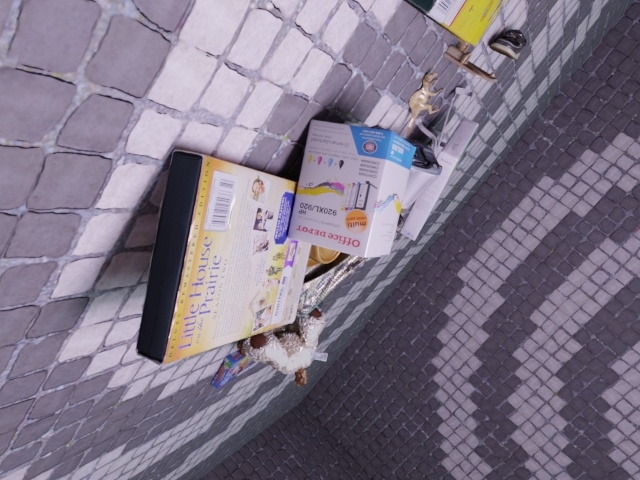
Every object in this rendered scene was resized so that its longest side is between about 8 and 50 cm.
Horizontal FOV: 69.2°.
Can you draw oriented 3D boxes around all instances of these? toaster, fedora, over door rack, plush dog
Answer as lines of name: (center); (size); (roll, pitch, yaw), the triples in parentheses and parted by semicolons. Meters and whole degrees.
toaster: (0.171, -0.174, 1.138); (0.226, 0.129, 0.146); (13, 130, -24)
fedora: (0.000, 0.000, 1.164); (0.194, 0.079, 0.194); (-24, 130, -32)
over door rack: (0.311, -0.279, 1.372); (0.324, 0.108, 0.239); (-54, 168, -30)
plush dog: (-0.122, 0.306, 1.403); (0.262, 0.225, 0.211); (-25, 115, -27)

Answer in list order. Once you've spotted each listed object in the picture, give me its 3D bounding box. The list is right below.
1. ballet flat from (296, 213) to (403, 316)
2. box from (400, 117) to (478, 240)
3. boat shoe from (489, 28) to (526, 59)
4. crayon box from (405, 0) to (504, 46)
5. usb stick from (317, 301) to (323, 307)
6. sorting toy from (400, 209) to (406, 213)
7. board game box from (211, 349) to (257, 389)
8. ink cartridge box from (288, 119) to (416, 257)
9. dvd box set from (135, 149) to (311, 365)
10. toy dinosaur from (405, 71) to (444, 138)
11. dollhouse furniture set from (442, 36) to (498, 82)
ballet flat: (0.055, 0.018, 1.332); (0.482, 0.164, 0.182); (-40, 133, -18)
box: (0.354, -0.181, 1.393); (0.232, 0.058, 0.322); (-50, 166, -43)
boat shoe: (0.544, -0.567, 1.328); (0.223, 0.080, 0.073); (-29, 150, -56)
crayon box: (0.281, -0.495, 0.863); (0.318, 0.081, 0.202); (-16, 144, -57)
usb stick: (-0.038, 0.211, 1.656); (0.077, 0.045, 0.278); (-46, 162, -8)
sorting toy: (0.218, -0.099, 1.597); (0.196, 0.047, 0.348); (-35, 157, -15)
board game box: (-0.264, 0.408, 1.568); (0.201, 0.035, 0.136); (-18, 145, -57)
ink cartridge box: (0.064, -0.097, 0.919); (0.168, 0.171, 0.233); (-3, 106, -66)
dvd box set: (-0.132, 0.027, 0.839); (0.420, 0.062, 0.308); (0, 102, -67)
toy dinosaur: (0.259, -0.351, 1.187); (0.092, 0.053, 0.183); (-15, 138, -33)
dollhouse furniture set: (0.387, -0.470, 1.087); (0.144, 0.123, 0.151); (-25, 151, -50)
